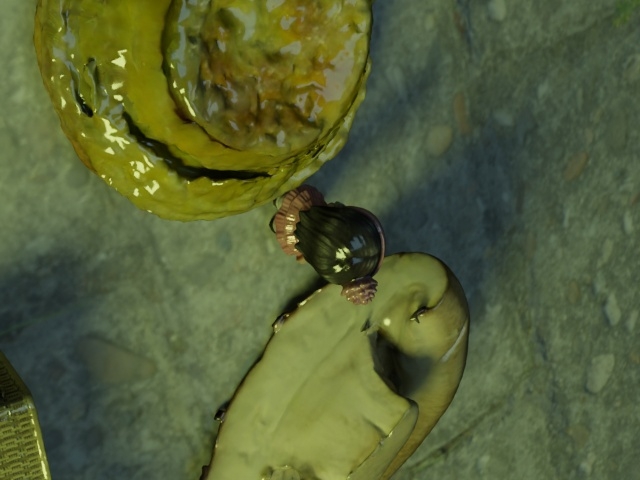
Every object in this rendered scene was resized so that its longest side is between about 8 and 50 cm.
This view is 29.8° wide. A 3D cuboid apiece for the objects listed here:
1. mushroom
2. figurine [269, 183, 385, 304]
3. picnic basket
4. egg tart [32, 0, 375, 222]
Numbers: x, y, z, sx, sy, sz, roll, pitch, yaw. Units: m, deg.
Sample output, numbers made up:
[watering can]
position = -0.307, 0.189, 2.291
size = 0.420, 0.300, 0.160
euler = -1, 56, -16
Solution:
[mushroom]
position = 0.035, 0.143, 0.993
size = 0.285, 0.156, 0.151
euler = -51, 138, 7
[figurine]
position = 0.000, 0.000, 0.924
size = 0.054, 0.129, 0.072
euler = 2, 105, -37
[picnic basket]
position = -0.239, 0.161, 0.836
size = 0.079, 0.115, 0.164
euler = -17, 114, -25
[egg tart]
position = -0.058, -0.147, 0.843
size = 0.294, 0.123, 0.294
euler = -12, 113, -28
